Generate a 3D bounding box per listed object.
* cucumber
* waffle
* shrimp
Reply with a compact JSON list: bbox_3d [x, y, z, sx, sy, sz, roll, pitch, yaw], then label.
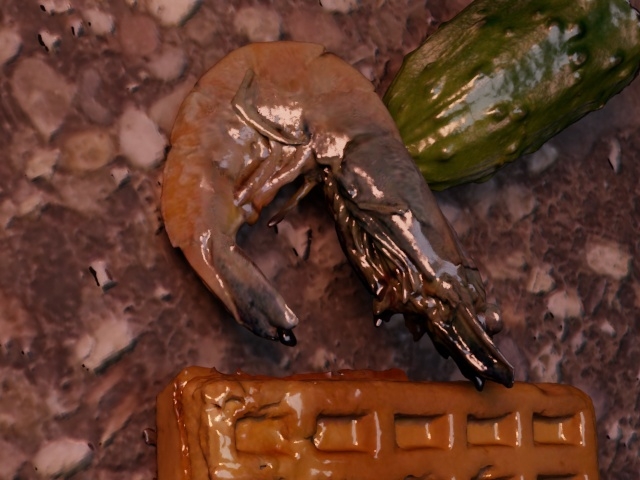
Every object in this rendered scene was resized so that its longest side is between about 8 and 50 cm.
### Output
[{"bbox_3d":[0.114,-0.106,1.104,0.244,0.134,0.134,-36,102,-23],"label":"cucumber"},{"bbox_3d":[0.047,0.197,1.005,0.327,0.098,0.224,6,76,-35],"label":"waffle"},{"bbox_3d":[0.001,-0.003,0.985,0.178,0.075,0.289,-27,82,-19],"label":"shrimp"}]
